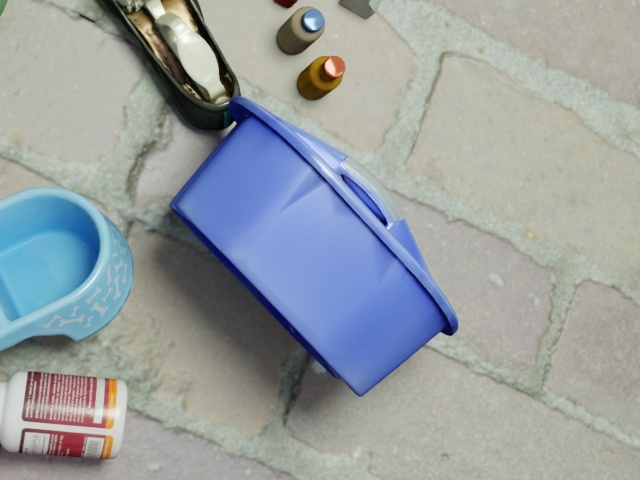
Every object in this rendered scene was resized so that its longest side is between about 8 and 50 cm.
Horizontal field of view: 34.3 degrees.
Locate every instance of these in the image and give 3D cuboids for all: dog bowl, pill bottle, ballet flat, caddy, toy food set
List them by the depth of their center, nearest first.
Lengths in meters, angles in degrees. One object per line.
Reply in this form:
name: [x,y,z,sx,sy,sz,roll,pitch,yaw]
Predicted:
dog bowl: [-0.338,0.050,1.052,0.297,0.074,0.166,-27,70,-13]
pill bottle: [-0.284,0.182,1.089,0.152,0.086,0.086,8,86,-15]
caddy: [0.000,0.000,1.093,0.179,0.241,0.341,-45,100,-7]
ballet flat: [-0.167,-0.249,1.128,0.095,0.096,0.280,-37,97,-13]
toy food set: [0.018,-0.286,1.174,0.111,0.104,0.232,28,82,-12]

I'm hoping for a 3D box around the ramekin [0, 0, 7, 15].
ramekin: [-0.436,-0.301,0.991,0.303,0.148,0.303,6,65,-14]
